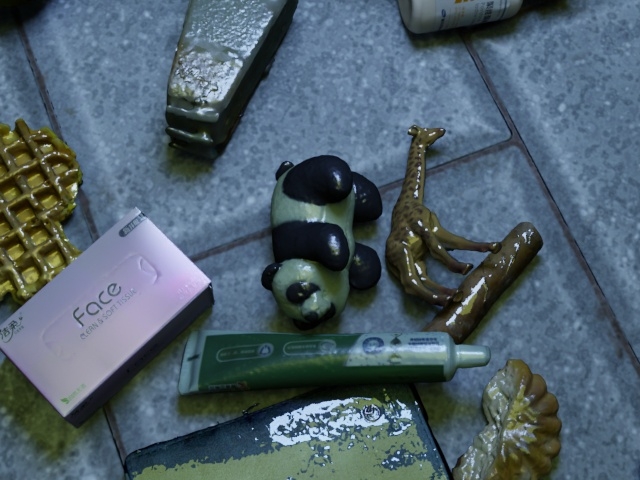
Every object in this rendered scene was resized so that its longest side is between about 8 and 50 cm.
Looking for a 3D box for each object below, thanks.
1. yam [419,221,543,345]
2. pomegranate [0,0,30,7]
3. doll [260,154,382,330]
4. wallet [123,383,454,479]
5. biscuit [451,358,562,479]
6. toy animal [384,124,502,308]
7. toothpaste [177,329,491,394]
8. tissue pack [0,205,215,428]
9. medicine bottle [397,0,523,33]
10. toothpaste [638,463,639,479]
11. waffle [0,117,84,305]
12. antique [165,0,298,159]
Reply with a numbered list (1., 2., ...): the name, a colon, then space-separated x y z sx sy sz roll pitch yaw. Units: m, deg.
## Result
1. yam: 0.210 0.070 1.288 0.057 0.057 0.241 41 73 11
2. pomegranate: -0.436 -0.464 1.372 0.236 0.236 0.302 30 50 8
3. doll: 0.001 -0.001 1.267 0.135 0.143 0.234 -11 68 25
4. wallet: -0.039 0.289 1.199 0.378 0.046 0.191 -20 70 -8
5. biscuit: 0.249 0.242 1.225 0.118 0.061 0.183 22 70 4
6. toy animal: 0.142 -0.033 1.312 0.149 0.054 0.276 -31 54 18
7. toothpaste: 0.017 0.150 1.222 0.391 0.061 0.099 -2 48 8
8. tissue pack: -0.268 0.099 1.233 0.148 0.092 0.246 43 73 11
9. medicine bottle: 0.243 -0.376 1.420 0.252 0.114 0.114 -11 71 -8
10. toothpaste: 0.533 0.267 1.239 0.266 0.061 0.096 -15 70 -15
11. waffle: -0.408 -0.044 1.298 0.249 0.056 0.253 23 69 5
12. antique: -0.140 -0.255 1.350 0.150 0.125 0.284 17 70 4
